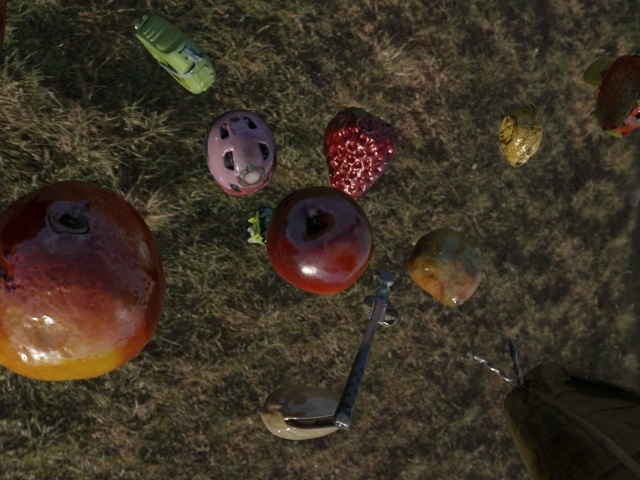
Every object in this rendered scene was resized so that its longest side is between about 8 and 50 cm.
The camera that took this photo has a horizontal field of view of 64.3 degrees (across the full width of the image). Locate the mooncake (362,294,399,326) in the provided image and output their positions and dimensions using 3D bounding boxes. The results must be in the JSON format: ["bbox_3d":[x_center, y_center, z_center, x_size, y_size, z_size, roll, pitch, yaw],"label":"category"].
[{"bbox_3d":[0.199,0.230,1.697,0.130,0.125,0.073,35,81,5],"label":"mooncake"}]

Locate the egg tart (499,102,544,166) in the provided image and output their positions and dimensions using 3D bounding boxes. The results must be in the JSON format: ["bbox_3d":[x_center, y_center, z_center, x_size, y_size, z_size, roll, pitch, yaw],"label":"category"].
[{"bbox_3d":[0.386,-0.209,1.005,0.050,0.129,0.128,6,99,-11],"label":"egg tart"}]

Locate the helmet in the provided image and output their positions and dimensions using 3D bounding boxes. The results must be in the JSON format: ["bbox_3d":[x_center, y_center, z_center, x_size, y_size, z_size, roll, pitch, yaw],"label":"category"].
[{"bbox_3d":[-0.205,-0.225,1.373,0.199,0.154,0.253,-20,117,-13],"label":"helmet"}]

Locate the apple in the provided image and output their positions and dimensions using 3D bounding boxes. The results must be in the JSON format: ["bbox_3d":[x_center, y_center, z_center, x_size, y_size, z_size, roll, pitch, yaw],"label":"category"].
[{"bbox_3d":[0.000,0.000,1.042,0.218,0.218,0.201,-44,158,-20],"label":"apple"}]

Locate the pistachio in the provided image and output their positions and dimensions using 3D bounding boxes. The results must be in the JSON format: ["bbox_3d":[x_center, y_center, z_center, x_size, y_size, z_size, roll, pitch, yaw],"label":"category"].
[{"bbox_3d":[-0.034,0.412,1.232,0.224,0.152,0.126,5,90,-14],"label":"pistachio"}]

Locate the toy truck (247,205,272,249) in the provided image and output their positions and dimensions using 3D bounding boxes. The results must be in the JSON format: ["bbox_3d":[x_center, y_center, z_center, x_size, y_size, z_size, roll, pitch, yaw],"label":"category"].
[{"bbox_3d":[-0.152,-0.012,1.779,0.260,0.135,0.128,19,53,-46],"label":"toy truck"}]

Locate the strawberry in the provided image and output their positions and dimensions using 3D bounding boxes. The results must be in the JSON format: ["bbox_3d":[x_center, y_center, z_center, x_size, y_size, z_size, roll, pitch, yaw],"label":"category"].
[{"bbox_3d":[0.124,-0.315,1.910,0.296,0.317,0.344,12,112,-38],"label":"strawberry"}]

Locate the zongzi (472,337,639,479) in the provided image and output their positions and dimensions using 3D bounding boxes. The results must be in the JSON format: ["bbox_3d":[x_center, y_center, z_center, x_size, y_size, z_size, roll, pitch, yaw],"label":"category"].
[{"bbox_3d":[0.529,0.270,0.767,0.467,0.500,0.218,-35,110,15],"label":"zongzi"}]

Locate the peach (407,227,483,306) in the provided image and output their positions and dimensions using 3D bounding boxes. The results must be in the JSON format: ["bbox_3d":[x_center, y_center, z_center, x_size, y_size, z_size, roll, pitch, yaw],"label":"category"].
[{"bbox_3d":[0.370,0.083,1.496,0.215,0.235,0.214,-7,137,-7],"label":"peach"}]

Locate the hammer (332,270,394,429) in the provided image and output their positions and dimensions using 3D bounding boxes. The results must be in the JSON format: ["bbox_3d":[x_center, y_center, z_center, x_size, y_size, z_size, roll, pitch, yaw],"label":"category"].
[{"bbox_3d":[0.078,0.193,0.905,0.111,0.033,0.287,93,17,-49],"label":"hammer"}]

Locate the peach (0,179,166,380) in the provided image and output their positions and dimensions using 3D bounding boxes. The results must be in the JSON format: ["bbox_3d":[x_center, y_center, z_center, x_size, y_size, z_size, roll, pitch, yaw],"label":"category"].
[{"bbox_3d":[-0.344,0.058,0.711,0.280,0.238,0.280,-58,163,-28],"label":"peach"}]

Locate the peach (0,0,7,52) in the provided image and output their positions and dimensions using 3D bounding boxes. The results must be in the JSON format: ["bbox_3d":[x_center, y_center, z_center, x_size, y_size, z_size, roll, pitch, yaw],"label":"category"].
[{"bbox_3d":[-0.530,-0.240,0.522,0.389,0.388,0.387,-11,109,-36],"label":"peach"}]

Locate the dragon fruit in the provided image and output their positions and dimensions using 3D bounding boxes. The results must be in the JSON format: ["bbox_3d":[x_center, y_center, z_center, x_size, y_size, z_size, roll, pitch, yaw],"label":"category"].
[{"bbox_3d":[0.478,-0.227,0.764,0.175,0.142,0.138,-8,147,-23],"label":"dragon fruit"}]

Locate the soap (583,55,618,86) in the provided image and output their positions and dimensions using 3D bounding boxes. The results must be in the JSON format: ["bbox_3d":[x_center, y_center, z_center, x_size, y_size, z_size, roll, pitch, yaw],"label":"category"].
[{"bbox_3d":[0.631,-0.352,1.070,0.089,0.140,0.045,-38,128,-17],"label":"soap"}]

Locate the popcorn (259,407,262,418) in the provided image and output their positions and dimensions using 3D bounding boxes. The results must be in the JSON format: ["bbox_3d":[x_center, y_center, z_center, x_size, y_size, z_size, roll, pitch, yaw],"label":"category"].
[{"bbox_3d":[-0.135,0.510,1.489,0.057,0.083,0.082,-50,146,-53],"label":"popcorn"}]

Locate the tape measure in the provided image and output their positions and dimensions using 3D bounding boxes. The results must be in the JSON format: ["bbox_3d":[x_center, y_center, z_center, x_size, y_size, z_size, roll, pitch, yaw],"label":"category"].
[{"bbox_3d":[-0.297,-0.394,1.103,0.087,0.177,0.154,-46,152,-6],"label":"tape measure"}]
